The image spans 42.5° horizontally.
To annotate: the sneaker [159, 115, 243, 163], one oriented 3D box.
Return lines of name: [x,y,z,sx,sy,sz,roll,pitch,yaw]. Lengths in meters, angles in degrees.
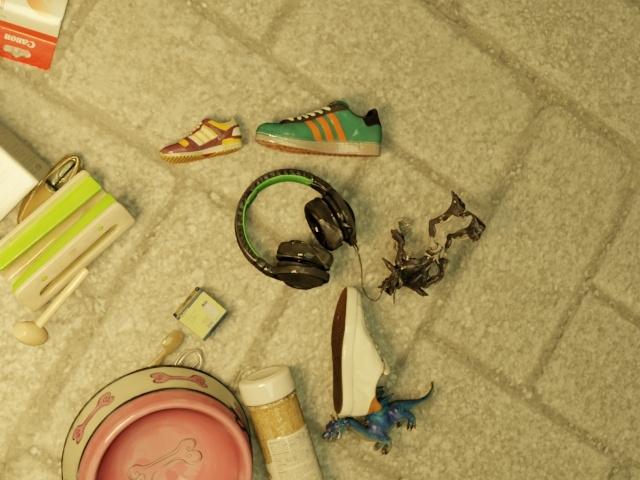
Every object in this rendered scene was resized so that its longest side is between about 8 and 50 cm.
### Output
sneaker: [-0.263,-0.219,1.779,0.186,0.069,0.083,-12,86,-22]

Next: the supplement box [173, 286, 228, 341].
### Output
supplement box: [-0.260,0.159,1.788,0.083,0.056,0.083,42,80,-14]

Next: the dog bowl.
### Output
dog bowl: [-0.321,0.474,1.706,0.408,0.150,0.407,-3,97,-20]

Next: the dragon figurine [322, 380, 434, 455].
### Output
dragon figurine: [0.142,0.392,1.900,0.289,0.085,0.144,-39,102,-11]

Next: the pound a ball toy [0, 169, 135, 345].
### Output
pound a ball toy: [-0.510,0.047,1.652,0.208,0.135,0.319,40,78,22]

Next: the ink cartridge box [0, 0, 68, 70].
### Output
ink cartridge box: [-0.603,-0.455,1.677,0.145,0.045,0.179,15,84,-16]

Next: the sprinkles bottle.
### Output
sprinkles bottle: [-0.073,0.459,1.818,0.121,0.121,0.355,-19,97,-16]

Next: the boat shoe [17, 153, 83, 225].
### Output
boat shoe: [-0.557,-0.101,1.683,0.068,0.072,0.190,33,82,-15]

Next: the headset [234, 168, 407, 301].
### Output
headset: [0.000,0.000,1.788,0.394,0.185,0.243,34,75,-2]

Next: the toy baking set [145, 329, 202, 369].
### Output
toy baking set: [-0.331,0.331,1.787,0.197,0.030,0.256,-22,104,-21]

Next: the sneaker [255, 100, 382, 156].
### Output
sneaker: [-0.002,-0.253,1.836,0.302,0.108,0.121,2,90,-25]

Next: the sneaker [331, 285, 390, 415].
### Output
sneaker: [0.093,0.249,1.859,0.123,0.106,0.290,4,77,-16]

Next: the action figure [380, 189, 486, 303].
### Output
action figure: [0.245,0.021,1.901,0.276,0.141,0.164,-43,113,15]

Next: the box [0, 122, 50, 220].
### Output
box: [-0.724,-0.168,1.553,0.215,0.168,0.345,-44,106,3]
